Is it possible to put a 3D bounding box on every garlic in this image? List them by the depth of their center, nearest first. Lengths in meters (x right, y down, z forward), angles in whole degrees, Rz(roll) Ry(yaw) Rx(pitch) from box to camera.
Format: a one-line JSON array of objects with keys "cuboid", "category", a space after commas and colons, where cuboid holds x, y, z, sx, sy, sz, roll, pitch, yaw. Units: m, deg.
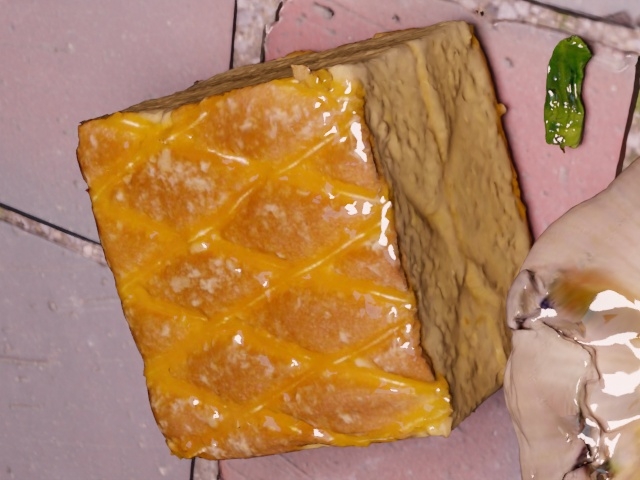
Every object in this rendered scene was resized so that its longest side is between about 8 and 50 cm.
[{"cuboid": [0.271, 0.085, 1.115, 0.322, 0.241, 0.322, -3, 114, -7], "category": "garlic"}]

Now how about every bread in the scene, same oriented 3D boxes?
[{"cuboid": [0.000, 0.000, 1.286, 0.279, 0.207, 0.279, -12, 100, 35], "category": "bread"}]

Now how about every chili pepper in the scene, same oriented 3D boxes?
[{"cuboid": [0.178, -0.107, 1.238, 0.030, 0.034, 0.091, 3, 113, -2], "category": "chili pepper"}]
